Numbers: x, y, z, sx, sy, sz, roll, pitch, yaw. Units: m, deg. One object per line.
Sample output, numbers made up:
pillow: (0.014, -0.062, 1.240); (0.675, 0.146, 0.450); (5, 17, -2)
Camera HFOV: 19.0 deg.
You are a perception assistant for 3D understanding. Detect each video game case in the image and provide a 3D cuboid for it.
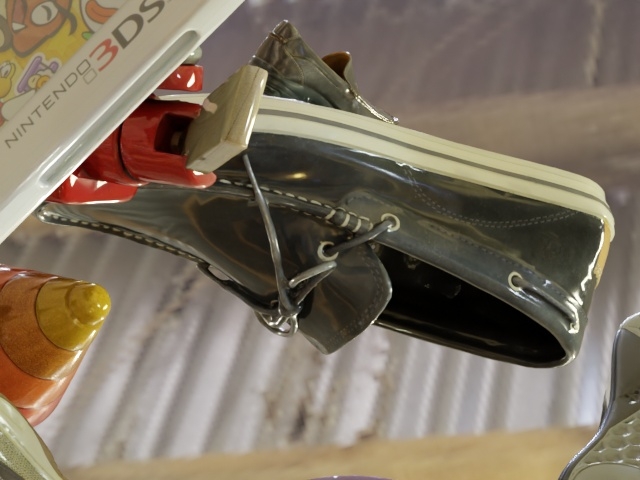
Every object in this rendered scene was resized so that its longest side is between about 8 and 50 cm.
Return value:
video game case: (-0.150, -0.135, 0.901); (0.206, 0.026, 0.227); (-44, -121, 10)

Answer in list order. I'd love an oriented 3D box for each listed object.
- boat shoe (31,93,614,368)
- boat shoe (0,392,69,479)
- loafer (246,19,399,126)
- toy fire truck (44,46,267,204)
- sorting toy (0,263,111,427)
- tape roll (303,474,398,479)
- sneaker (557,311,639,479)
boat shoe: (0.000, 0.000, 1.463); (0.500, 0.156, 0.187); (11, 160, -22)
boat shoe: (-0.132, 0.130, 0.864); (0.056, 0.152, 0.049); (-17, -150, 43)
loafer: (0.012, -0.127, 1.590); (0.062, 0.170, 0.061); (33, -82, 43)
toy fire truck: (-0.099, -0.121, 1.078); (0.246, 0.217, 0.158); (10, -173, 30)
sorting toy: (-0.271, 0.020, 1.170); (0.126, 0.365, 0.127); (-23, -123, 42)
tape roll: (0.015, 0.170, 0.563); (0.189, 0.080, 0.189); (-14, -118, 27)
sneaker: (0.165, 0.162, 0.990); (0.086, 0.163, 0.226); (11, -146, 15)
